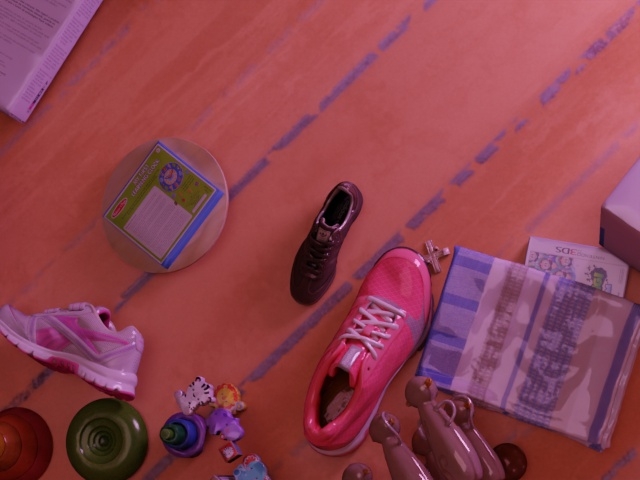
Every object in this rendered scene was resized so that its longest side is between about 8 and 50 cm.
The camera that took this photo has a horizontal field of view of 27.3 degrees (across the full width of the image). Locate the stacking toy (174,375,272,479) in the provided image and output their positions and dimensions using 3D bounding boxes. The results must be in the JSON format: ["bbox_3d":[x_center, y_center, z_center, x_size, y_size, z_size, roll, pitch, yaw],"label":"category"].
[{"bbox_3d":[-0.109,0.288,1.807,0.052,0.167,0.221,-33,73,6],"label":"stacking toy"}]

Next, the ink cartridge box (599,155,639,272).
[{"bbox_3d":[0.518,-0.068,1.699,0.197,0.198,0.270,37,84,17],"label":"ink cartridge box"}]

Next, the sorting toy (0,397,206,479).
[{"bbox_3d":[-0.350,0.287,1.887,0.365,0.126,0.127,-6,78,13],"label":"sorting toy"}]

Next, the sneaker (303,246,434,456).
[{"bbox_3d":[0.067,0.153,1.807,0.116,0.136,0.314,24,86,15],"label":"sneaker"}]

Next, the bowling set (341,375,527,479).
[{"bbox_3d":[0.163,0.283,1.767,0.287,0.199,0.154,-49,61,45],"label":"bowling set"}]

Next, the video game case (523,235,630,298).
[{"bbox_3d":[0.344,0.082,1.815,0.143,0.019,0.157,10,83,15],"label":"video game case"}]

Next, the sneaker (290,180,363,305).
[{"bbox_3d":[0.000,0.000,1.884,0.066,0.071,0.188,22,85,16],"label":"sneaker"}]

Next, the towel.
[{"bbox_3d":[0.285,0.145,1.791,0.285,0.034,0.209,19,95,15],"label":"towel"}]

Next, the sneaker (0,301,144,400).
[{"bbox_3d":[-0.361,0.141,1.936,0.252,0.103,0.111,22,76,15],"label":"sneaker"}]

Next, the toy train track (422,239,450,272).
[{"bbox_3d":[0.143,0.028,1.875,0.083,0.014,0.048,-20,76,10],"label":"toy train track"}]

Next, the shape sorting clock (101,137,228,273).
[{"bbox_3d":[-0.232,-0.053,1.964,0.206,0.040,0.206,-2,82,16],"label":"shape sorting clock"}]

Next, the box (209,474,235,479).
[{"bbox_3d":[-0.188,0.418,1.818,0.036,0.136,0.225,39,90,16],"label":"box"}]

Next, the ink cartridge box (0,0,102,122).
[{"bbox_3d":[-0.513,-0.401,2.082,0.324,0.071,0.330,31,85,17],"label":"ink cartridge box"}]
